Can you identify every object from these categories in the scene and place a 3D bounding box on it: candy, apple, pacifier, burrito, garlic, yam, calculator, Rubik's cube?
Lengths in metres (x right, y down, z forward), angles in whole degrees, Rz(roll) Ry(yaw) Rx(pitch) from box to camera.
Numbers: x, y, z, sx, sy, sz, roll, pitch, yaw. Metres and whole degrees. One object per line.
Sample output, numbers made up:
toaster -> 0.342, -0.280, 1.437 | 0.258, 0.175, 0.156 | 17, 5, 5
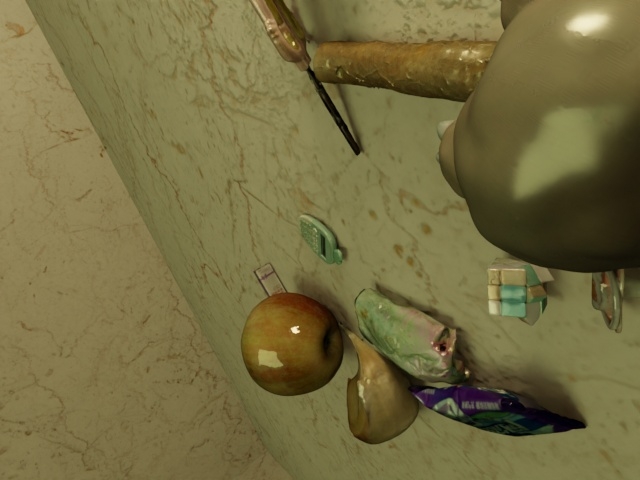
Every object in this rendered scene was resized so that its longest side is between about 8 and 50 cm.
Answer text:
candy -> 0.266, 0.271, 0.742 | 0.145, 0.070, 0.275 | 20, 161, -18
apple -> -0.064, 0.253, 1.134 | 0.233, 0.257, 0.257 | -14, 110, 28
pacifier -> 0.318, 0.051, 0.459 | 0.077, 0.082, 0.100 | 0, 123, 27
burrito -> 0.161, 0.183, 0.839 | 0.228, 0.089, 0.144 | 22, 140, 53
garlic -> 0.105, 0.325, 0.974 | 0.196, 0.151, 0.339 | 39, 157, 30
yam -> 0.097, -0.208, 0.553 | 0.299, 0.066, 0.066 | 26, 140, 45
calculator -> 0.000, 0.000, 0.983 | 0.153, 0.021, 0.095 | 38, 148, 34
Rubik's cube -> 0.252, 0.056, 0.568 | 0.073, 0.084, 0.075 | 0, 118, 35

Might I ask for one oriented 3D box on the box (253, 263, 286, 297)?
box -> -0.144, 0.127, 1.329 | 0.117, 0.050, 0.036 | 59, 161, -5

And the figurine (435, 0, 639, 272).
figurine -> 0.250, -0.040, 0.321 | 0.380, 0.203, 0.249 | 43, 146, 25

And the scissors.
scissors -> -0.019, -0.257, 0.670 | 0.024, 0.160, 0.318 | -25, 118, 21
